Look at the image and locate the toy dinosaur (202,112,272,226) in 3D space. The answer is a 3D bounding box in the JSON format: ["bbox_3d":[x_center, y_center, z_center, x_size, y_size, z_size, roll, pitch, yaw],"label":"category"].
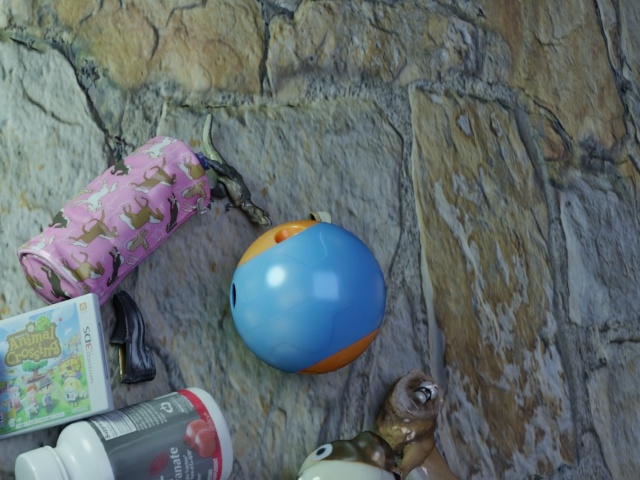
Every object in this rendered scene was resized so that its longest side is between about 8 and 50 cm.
[{"bbox_3d":[-0.199,-0.127,1.918,0.118,0.064,0.268,-22,81,-51],"label":"toy dinosaur"}]

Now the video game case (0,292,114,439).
[{"bbox_3d":[-0.444,0.204,1.553,0.023,0.213,0.193,36,40,-67],"label":"video game case"}]

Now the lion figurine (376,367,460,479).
[{"bbox_3d":[0.216,0.463,1.875,0.240,0.142,0.392,-38,105,-50],"label":"lion figurine"}]

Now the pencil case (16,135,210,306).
[{"bbox_3d":[-0.359,-0.028,1.720,0.386,0.167,0.160,-47,137,-36],"label":"pencil case"}]

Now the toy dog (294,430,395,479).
[{"bbox_3d":[0.107,0.522,1.632,0.395,0.284,0.408,-5,51,-49],"label":"toy dog"}]

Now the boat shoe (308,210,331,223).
[{"bbox_3d":[0.000,0.000,1.990,0.045,0.050,0.135,6,56,-25],"label":"boat shoe"}]

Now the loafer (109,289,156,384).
[{"bbox_3d":[-0.343,0.171,1.698,0.061,0.062,0.170,-12,74,-29],"label":"loafer"}]

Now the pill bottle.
[{"bbox_3d":[-0.317,0.361,1.555,0.319,0.176,0.176,-13,76,-34],"label":"pill bottle"}]

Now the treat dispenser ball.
[{"bbox_3d":[-0.023,0.104,1.777,0.288,0.288,0.288,13,63,-26],"label":"treat dispenser ball"}]
